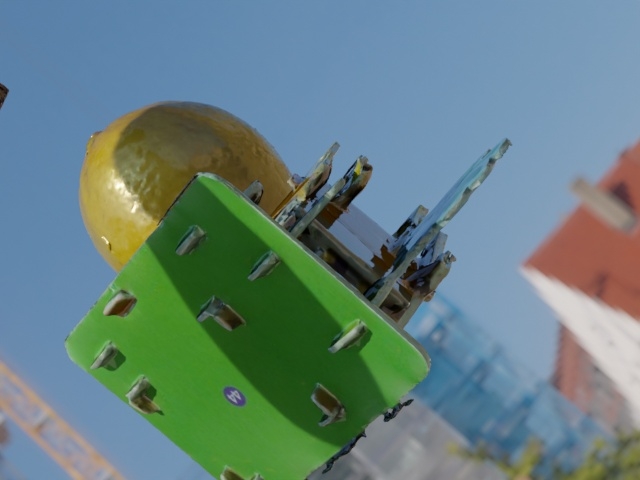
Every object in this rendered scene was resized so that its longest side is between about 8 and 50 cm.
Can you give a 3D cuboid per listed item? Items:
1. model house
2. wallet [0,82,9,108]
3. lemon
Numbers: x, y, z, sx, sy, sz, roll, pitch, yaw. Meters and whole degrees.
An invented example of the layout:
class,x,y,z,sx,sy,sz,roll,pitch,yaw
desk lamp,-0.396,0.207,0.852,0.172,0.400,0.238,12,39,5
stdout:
class,x,y,z,sx,sy,sz,roll,pitch,yaw
model house,0.000,0.000,1.555,0.313,0.242,0.358,-55,3,-38
wallet,-0.450,-0.188,2.132,0.095,0.176,0.026,-47,17,49
lemon,-0.145,-0.038,2.104,0.236,0.263,0.236,-36,14,11
